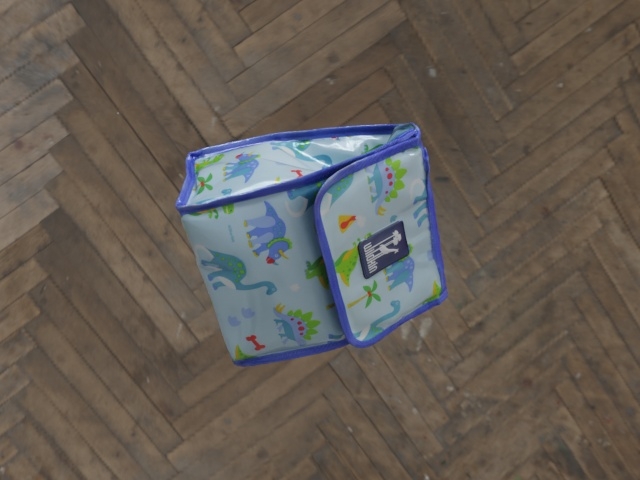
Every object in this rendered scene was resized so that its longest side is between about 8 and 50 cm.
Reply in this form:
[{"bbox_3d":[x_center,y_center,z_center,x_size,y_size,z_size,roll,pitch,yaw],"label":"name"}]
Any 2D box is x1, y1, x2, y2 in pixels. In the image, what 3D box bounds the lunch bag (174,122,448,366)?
[{"bbox_3d":[0.000,0.000,0.532,0.151,0.096,0.129,-12,122,3],"label":"lunch bag"}]
